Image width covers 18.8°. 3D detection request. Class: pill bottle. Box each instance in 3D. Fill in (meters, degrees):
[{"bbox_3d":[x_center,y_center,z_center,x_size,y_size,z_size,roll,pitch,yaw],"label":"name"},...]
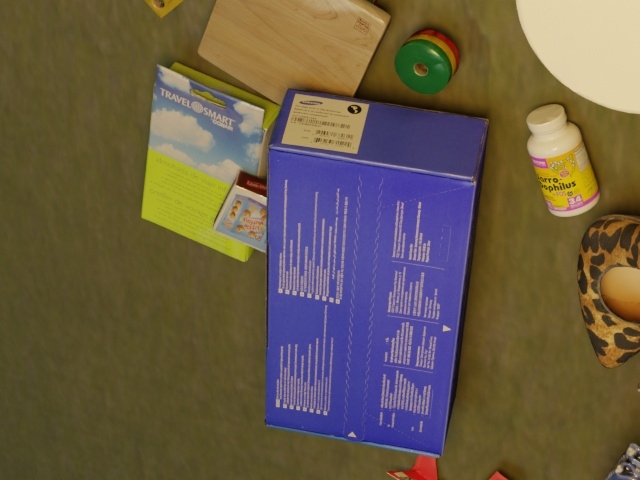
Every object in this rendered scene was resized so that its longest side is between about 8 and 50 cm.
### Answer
[{"bbox_3d":[0.232,-0.206,1.181,0.160,0.283,0.160,17,133,19],"label":"pill bottle"},{"bbox_3d":[0.186,-0.063,1.503,0.043,0.043,0.083,-3,123,34],"label":"pill bottle"}]

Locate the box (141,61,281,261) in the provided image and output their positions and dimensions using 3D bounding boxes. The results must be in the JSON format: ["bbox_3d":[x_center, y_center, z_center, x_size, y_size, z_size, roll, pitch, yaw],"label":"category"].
[{"bbox_3d":[-0.095,-0.074,1.673,0.109,0.042,0.178,23,135,13],"label":"box"}]

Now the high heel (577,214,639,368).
[{"bbox_3d":[0.255,0.050,1.446,0.093,0.186,0.261,5,132,-9],"label":"high heel"}]

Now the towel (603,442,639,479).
[{"bbox_3d":[0.385,0.278,1.605,0.336,0.040,0.243,28,165,10],"label":"towel"}]

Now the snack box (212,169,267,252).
[{"bbox_3d":[0.000,0.000,1.656,0.178,0.022,0.064,23,136,-7],"label":"snack box"}]

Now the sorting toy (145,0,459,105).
[{"bbox_3d":[-0.024,-0.176,1.540,0.274,0.046,0.132,31,136,5],"label":"sorting toy"}]

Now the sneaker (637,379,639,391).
[{"bbox_3d":[0.371,0.064,1.458,0.146,0.102,0.293,35,143,0],"label":"sneaker"}]

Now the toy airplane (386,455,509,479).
[{"bbox_3d":[0.131,0.249,1.809,0.151,0.028,0.151,17,131,20],"label":"toy airplane"}]

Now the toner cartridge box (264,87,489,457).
[{"bbox_3d":[0.041,0.035,1.608,0.165,0.075,0.348,11,137,7],"label":"toner cartridge box"}]
